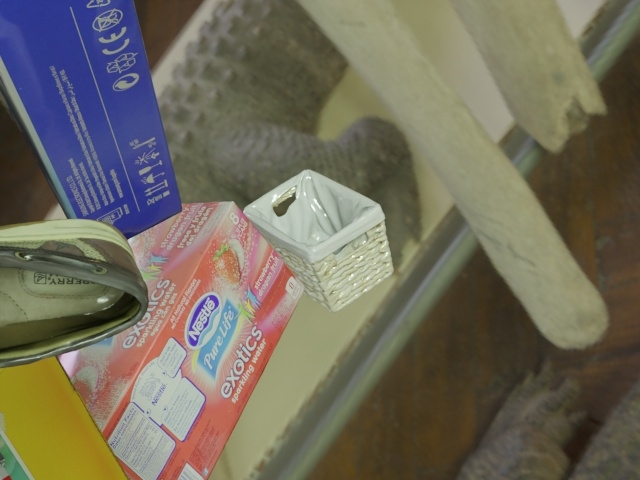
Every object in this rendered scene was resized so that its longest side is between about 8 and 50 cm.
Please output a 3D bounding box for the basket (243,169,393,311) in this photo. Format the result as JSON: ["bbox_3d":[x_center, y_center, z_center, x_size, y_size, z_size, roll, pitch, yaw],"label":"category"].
[{"bbox_3d":[0.000,0.000,1.571,0.113,0.103,0.167,-33,35,-20],"label":"basket"}]

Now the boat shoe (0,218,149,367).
[{"bbox_3d":[-0.138,0.024,0.472,0.049,0.152,0.056,-144,45,-58],"label":"boat shoe"}]

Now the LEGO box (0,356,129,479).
[{"bbox_3d":[-0.279,0.290,0.804,0.193,0.372,0.500,-23,12,17],"label":"LEGO box"}]

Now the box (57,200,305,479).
[{"bbox_3d":[-0.163,0.118,1.320,0.142,0.154,0.300,-1,51,40],"label":"box"}]

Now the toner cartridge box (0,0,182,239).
[{"bbox_3d":[-0.160,-0.125,0.722,0.075,0.348,0.165,-29,73,-11],"label":"toner cartridge box"}]
